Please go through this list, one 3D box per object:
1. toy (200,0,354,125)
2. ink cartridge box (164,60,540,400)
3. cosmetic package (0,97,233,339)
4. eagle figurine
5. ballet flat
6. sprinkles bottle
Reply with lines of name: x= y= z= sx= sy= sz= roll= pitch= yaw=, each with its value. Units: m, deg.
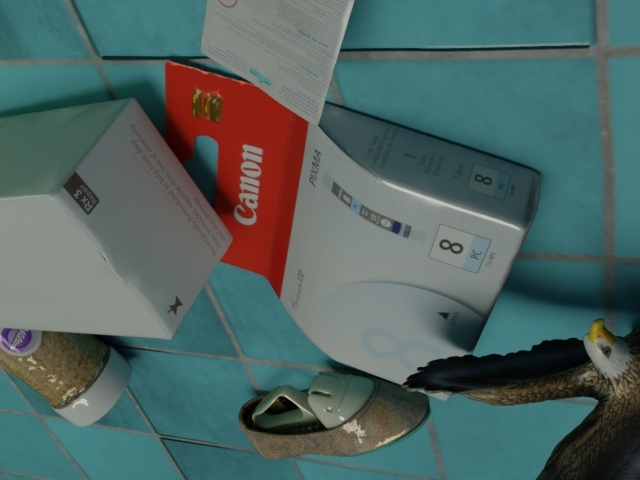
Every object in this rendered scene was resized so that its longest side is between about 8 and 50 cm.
toy: x=-0.015 y=-0.228 z=0.751 sx=0.137 sy=0.056 sz=0.237 roll=35 pitch=136 yaw=20
ink cartridge box: x=0.000 y=0.000 z=0.985 sx=0.385 sy=0.091 sz=0.308 roll=18 pitch=141 yaw=5
cosmetic package: x=-0.319 y=-0.017 z=1.045 sx=0.385 sy=0.156 sz=0.217 roll=-1 pitch=136 yaw=34
eagle figurine: x=0.257 y=0.148 z=0.881 sx=0.298 sy=0.226 sz=0.225 roll=-36 pitch=105 yaw=1
ballet flat: x=0.000 y=0.230 z=1.239 sx=0.316 sy=0.107 sz=0.106 roll=-23 pitch=115 yaw=40
sprinkles bottle: x=-0.428 y=0.114 z=1.300 sx=0.121 sy=0.121 sz=0.355 roll=-20 pitch=124 yaw=40
